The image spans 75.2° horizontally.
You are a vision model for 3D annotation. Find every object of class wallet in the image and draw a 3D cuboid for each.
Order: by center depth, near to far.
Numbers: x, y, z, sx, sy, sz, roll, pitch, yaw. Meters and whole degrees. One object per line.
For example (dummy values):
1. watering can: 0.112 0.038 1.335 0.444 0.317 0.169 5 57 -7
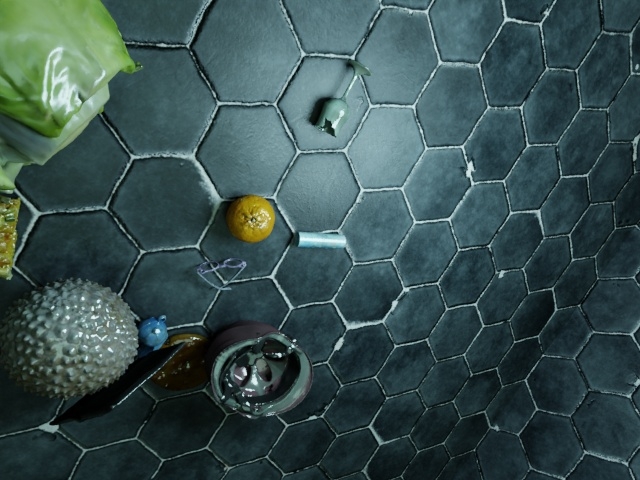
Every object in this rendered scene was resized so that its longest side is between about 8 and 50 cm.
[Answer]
1. wallet: -0.510 0.365 1.044 0.322 0.247 0.041 -27 100 31

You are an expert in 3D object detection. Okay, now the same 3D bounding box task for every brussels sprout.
1. brussels sprout: -0.583 -0.323 0.728 0.425 0.342 0.361 -46 118 -2

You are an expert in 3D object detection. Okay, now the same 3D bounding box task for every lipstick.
1. lipstick: 0.000 0.000 1.288 0.157 0.048 0.048 3 110 -25

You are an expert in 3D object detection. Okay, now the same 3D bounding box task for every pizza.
1. pizza: -0.769 -0.035 0.932 0.197 0.058 0.292 -28 120 -12

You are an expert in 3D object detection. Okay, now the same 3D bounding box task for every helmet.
1. helmet: -0.202 0.376 1.275 0.338 0.197 0.271 30 90 -37

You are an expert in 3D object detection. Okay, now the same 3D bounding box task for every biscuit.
1. biscuit: -0.418 0.376 1.273 0.212 0.036 0.212 -9 116 -20

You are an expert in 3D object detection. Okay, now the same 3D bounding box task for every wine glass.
1. wine glass: 0.060 -0.383 1.133 0.079 0.079 0.196 24 100 -30

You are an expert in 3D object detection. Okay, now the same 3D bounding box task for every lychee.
1. lychee: -0.584 0.221 0.991 0.299 0.300 0.300 -9 115 -20

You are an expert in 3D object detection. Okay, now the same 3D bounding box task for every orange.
1. orange: -0.190 -0.057 1.141 0.135 0.117 0.136 -8 118 -14

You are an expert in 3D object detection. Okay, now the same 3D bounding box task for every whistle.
1. whistle: -0.486 0.273 1.173 0.090 0.090 0.158 36 95 -31

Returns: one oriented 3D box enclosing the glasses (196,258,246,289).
1. glasses: -0.285 0.113 1.205 0.139 0.062 0.104 -6 115 -20
